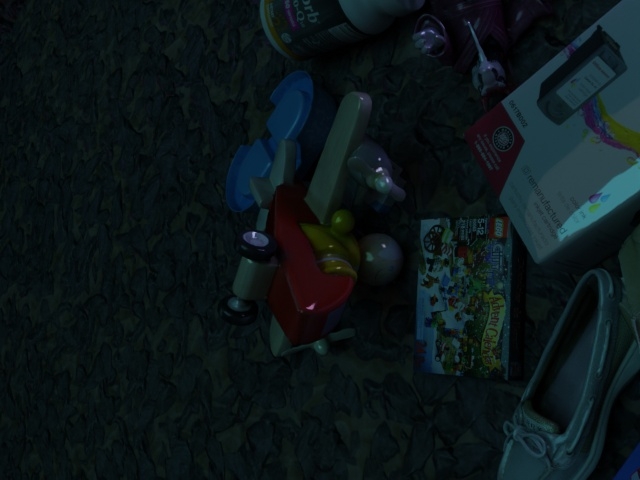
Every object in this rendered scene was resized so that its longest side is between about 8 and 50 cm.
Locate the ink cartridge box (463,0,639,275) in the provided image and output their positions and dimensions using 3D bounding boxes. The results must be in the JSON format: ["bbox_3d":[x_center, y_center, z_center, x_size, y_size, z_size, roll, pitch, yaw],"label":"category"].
[{"bbox_3d":[0.363,-0.132,0.858,0.306,0.131,0.226,-42,54,32],"label":"ink cartridge box"}]

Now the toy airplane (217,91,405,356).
[{"bbox_3d":[0.000,0.000,1.134,0.386,0.272,0.384,127,156,-73],"label":"toy airplane"}]

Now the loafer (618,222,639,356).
[{"bbox_3d":[0.379,0.093,0.743,0.092,0.102,0.268,128,152,-63],"label":"loafer"}]

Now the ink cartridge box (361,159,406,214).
[{"bbox_3d":[0.111,-0.092,1.169,0.048,0.028,0.083,45,113,40],"label":"ink cartridge box"}]

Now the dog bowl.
[{"bbox_3d":[-0.074,-0.174,1.322,0.297,0.074,0.166,-55,36,21],"label":"dog bowl"}]

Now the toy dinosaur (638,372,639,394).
[{"bbox_3d":[0.397,0.188,0.832,0.090,0.047,0.082,-113,36,-72],"label":"toy dinosaur"}]

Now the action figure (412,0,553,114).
[{"bbox_3d":[0.199,-0.362,1.030,0.276,0.248,0.370,-163,58,-77],"label":"action figure"}]

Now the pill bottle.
[{"bbox_3d":[0.038,-0.425,1.222,0.278,0.162,0.162,-7,76,44],"label":"pill bottle"}]

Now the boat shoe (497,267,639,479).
[{"bbox_3d":[0.295,0.187,0.850,0.320,0.103,0.118,-63,23,11],"label":"boat shoe"}]

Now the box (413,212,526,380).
[{"bbox_3d":[0.216,0.081,1.016,0.159,0.044,0.233,-5,78,44],"label":"box"}]

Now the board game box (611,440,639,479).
[{"bbox_3d":[0.450,0.352,0.691,0.347,0.078,0.233,43,114,41],"label":"board game box"}]
